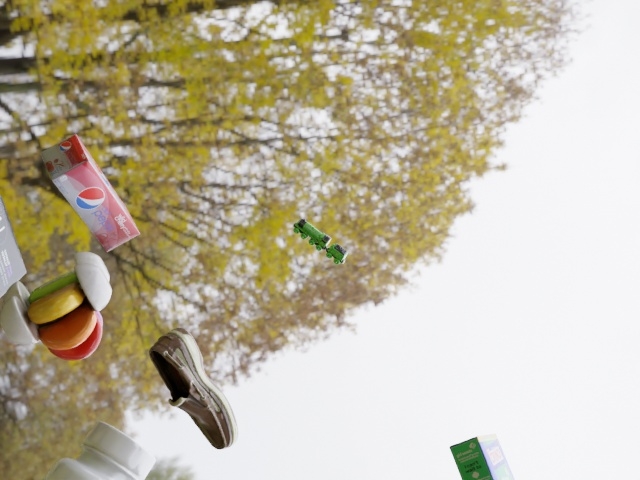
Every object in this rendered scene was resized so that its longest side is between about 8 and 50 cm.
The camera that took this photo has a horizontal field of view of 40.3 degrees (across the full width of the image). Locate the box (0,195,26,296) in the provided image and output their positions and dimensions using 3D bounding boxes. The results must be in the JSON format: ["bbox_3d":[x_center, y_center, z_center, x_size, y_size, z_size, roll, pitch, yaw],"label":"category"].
[{"bbox_3d":[-0.647,0.048,1.488,0.270,0.143,0.165,-67,150,-64],"label":"box"}]

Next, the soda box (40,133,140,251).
[{"bbox_3d":[-0.470,-0.093,1.798,0.092,0.083,0.263,56,-7,35],"label":"soda box"}]

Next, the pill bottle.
[{"bbox_3d":[-0.333,0.372,1.197,0.131,0.229,0.131,27,-25,14],"label":"pill bottle"}]

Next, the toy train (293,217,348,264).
[{"bbox_3d":[0.000,0.000,1.135,0.083,0.017,0.023,38,-46,7],"label":"toy train"}]

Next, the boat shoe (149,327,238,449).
[{"bbox_3d":[-0.256,0.303,1.695,0.095,0.095,0.257,-28,-89,41],"label":"boat shoe"}]

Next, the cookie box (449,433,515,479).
[{"bbox_3d":[0.201,0.287,1.035,0.040,0.092,0.107,-28,-110,19],"label":"cookie box"}]

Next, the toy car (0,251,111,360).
[{"bbox_3d":[-0.381,0.109,1.306,0.136,0.159,0.182,66,-9,-18],"label":"toy car"}]
